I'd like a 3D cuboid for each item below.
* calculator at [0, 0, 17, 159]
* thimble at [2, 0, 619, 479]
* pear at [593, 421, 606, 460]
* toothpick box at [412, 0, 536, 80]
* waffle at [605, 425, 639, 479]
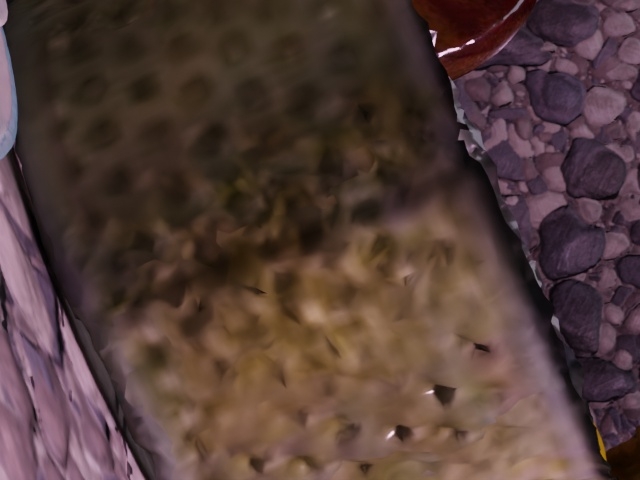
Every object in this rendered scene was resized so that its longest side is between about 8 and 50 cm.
[{"bbox_3d":[-0.157,-0.175,0.464,0.256,0.054,0.386,-73,141,-82],"label":"calculator"},{"bbox_3d":[0.000,0.000,0.751,0.271,0.150,0.270,-22,90,-84],"label":"thimble"},{"bbox_3d":[0.090,0.136,1.098,0.162,0.149,0.148,-43,110,-76],"label":"pear"},{"bbox_3d":[0.033,-0.197,0.874,0.294,0.192,0.192,110,-36,-58],"label":"toothpick box"},{"bbox_3d":[0.159,0.222,1.108,0.057,0.229,0.219,40,25,-19],"label":"waffle"}]
